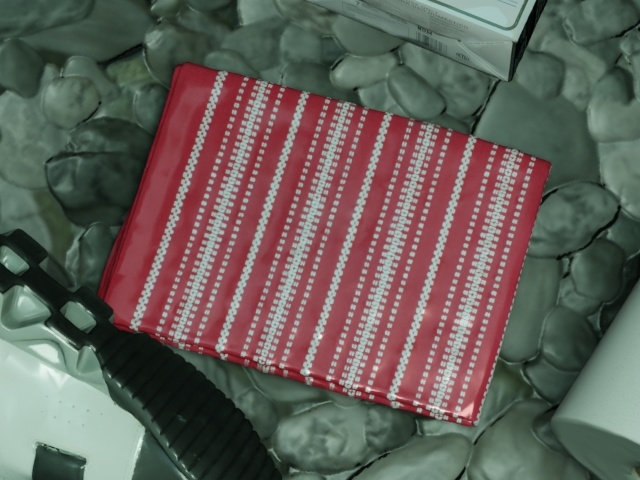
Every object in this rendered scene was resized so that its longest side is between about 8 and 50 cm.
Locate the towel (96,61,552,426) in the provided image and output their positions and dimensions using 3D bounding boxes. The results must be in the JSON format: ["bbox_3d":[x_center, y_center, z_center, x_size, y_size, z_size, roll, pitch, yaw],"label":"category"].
[{"bbox_3d":[0.000,0.000,1.250,0.275,0.031,0.198,16,77,7],"label":"towel"}]

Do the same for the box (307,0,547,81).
[{"bbox_3d":[0.115,-0.278,1.285,0.169,0.087,0.290,24,78,9],"label":"box"}]

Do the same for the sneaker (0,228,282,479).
[{"bbox_3d":[-0.160,0.126,1.193,0.330,0.122,0.146,40,107,5],"label":"sneaker"}]

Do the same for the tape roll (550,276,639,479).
[{"bbox_3d":[0.283,0.104,1.097,0.246,0.246,0.169,32,80,11],"label":"tape roll"}]
